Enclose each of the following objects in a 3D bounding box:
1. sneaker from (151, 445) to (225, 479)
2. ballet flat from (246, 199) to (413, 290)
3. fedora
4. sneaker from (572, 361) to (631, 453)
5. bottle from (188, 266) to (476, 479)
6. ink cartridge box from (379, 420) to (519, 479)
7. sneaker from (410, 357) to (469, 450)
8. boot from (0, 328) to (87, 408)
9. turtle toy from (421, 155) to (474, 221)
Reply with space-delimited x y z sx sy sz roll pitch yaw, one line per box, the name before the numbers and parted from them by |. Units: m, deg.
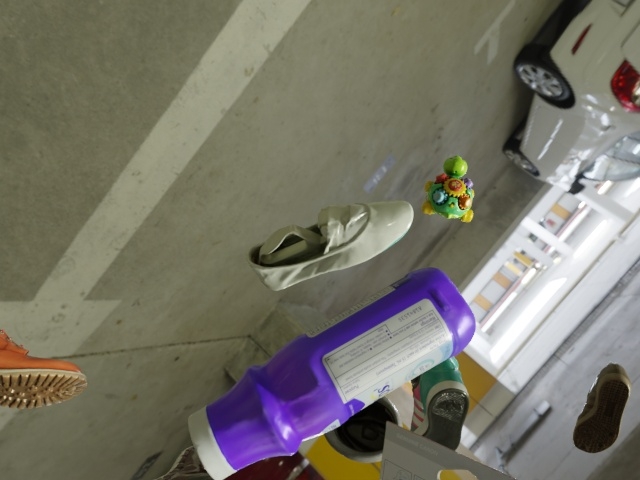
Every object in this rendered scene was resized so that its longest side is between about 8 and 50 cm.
sneaker | -0.251 0.524 1.000 0.162 0.106 0.281 -9 177 10
ballet flat | 0.000 0.000 0.998 0.400 0.139 0.139 -24 174 28
fedora | 0.152 0.659 1.626 0.124 0.275 0.244 78 23 -48
sneaker | 0.528 0.313 0.865 0.071 0.066 0.188 -35 140 -53
bottle | 0.013 0.130 0.459 0.282 0.092 0.118 -28 158 -10
ink cartridge box | 0.204 0.431 0.651 0.066 0.296 0.261 14 86 -45
sneaker | 0.251 0.363 1.069 0.178 0.123 0.296 -88 -176 -54
boot | -0.310 0.114 0.454 0.158 0.085 0.059 18 122 -33
turtle toy | 0.244 -0.097 0.865 0.066 0.095 0.130 94 9 -60
